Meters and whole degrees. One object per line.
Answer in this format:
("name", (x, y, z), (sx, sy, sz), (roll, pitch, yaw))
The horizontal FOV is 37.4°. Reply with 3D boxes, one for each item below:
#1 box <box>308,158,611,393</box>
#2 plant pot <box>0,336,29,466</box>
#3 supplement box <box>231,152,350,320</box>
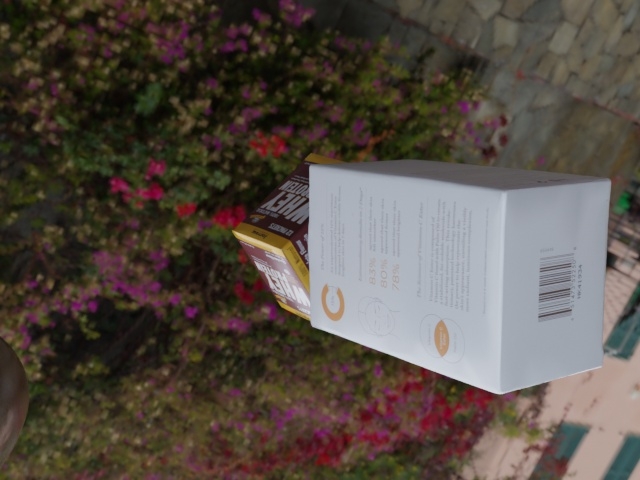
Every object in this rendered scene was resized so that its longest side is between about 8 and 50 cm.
("box", (0.149, 0.023, 1.119), (0.168, 0.215, 0.345), (-7, -168, -35))
("plant pot", (-0.441, 0.216, 1.079), (0.215, 0.215, 0.230), (21, -179, -20))
("supplement box", (0.000, 0.000, 1.528), (0.129, 0.194, 0.191), (20, 149, 46))
